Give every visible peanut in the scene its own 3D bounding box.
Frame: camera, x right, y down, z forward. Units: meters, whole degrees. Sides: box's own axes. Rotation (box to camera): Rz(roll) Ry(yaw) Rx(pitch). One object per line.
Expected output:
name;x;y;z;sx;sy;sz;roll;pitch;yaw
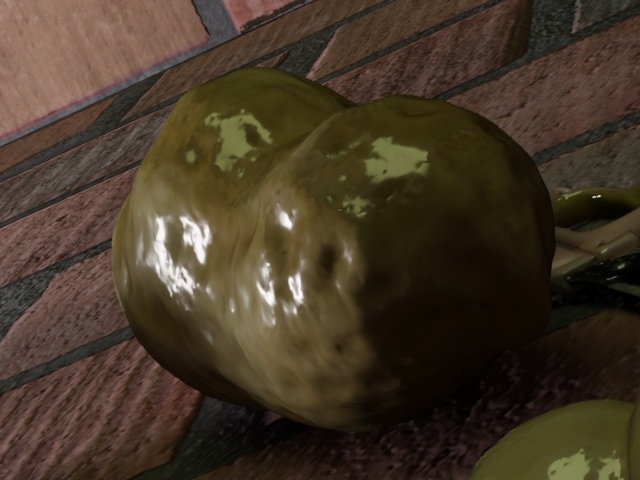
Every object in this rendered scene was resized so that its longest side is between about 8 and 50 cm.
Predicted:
peanut;0.000;0.000;0.959;0.169;0.192;0.387;-25;12;-23

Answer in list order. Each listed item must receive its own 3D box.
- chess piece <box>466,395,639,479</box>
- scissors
chess piece;0.155;0.071;0.557;0.261;0.143;0.143;-24;14;29
scissors;0.151;0.015;0.977;0.160;0.024;0.317;-27;13;-10
